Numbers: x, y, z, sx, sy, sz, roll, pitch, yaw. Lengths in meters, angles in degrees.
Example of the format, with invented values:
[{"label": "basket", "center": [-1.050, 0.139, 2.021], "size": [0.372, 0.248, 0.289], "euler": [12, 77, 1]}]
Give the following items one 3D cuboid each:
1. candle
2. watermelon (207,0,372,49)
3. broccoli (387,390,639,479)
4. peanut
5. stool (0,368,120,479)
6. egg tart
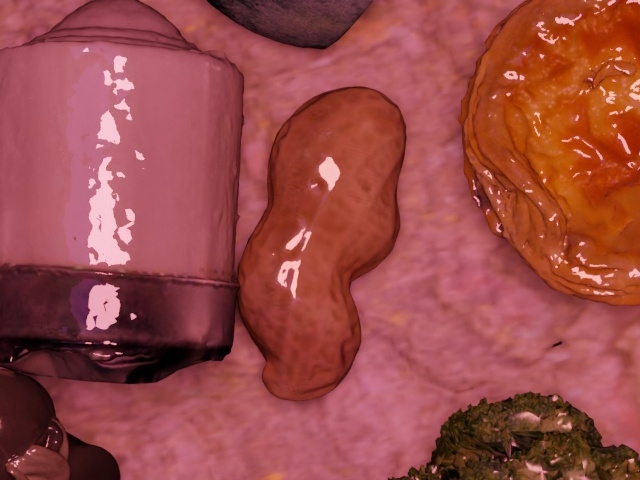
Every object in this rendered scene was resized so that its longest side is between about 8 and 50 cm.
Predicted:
[{"label": "candle", "center": [-0.145, -0.070, 1.010], "size": [0.187, 0.187, 0.330], "euler": [1, 85, 5]}, {"label": "watermelon", "center": [-0.037, -0.299, 0.991], "size": [0.175, 0.188, 0.322], "euler": [-13, 85, -17]}, {"label": "broccoli", "center": [0.108, 0.247, 0.929], "size": [0.307, 0.275, 0.308], "euler": [-7, 77, 32]}, {"label": "peanut", "center": [0.000, 0.000, 1.041], "size": [0.104, 0.085, 0.228], "euler": [18, 87, -12]}, {"label": "stool", "center": [-0.223, 0.166, 1.000], "size": [0.139, 0.153, 0.228], "euler": [26, 115, 19]}, {"label": "egg tart", "center": [0.211, -0.070, 1.020], "size": [0.241, 0.106, 0.241], "euler": [0, 83, 3]}]
